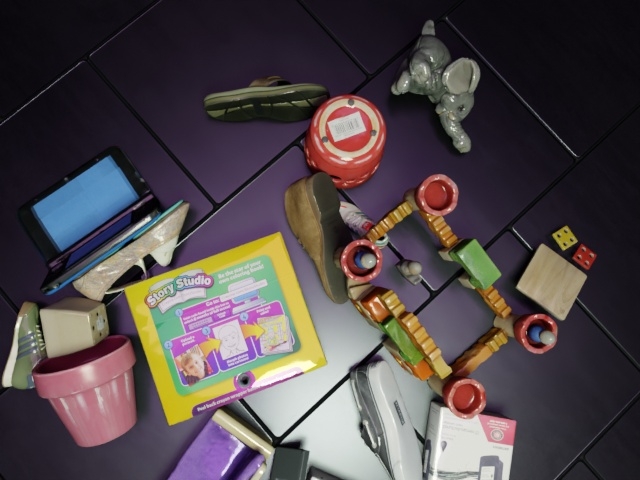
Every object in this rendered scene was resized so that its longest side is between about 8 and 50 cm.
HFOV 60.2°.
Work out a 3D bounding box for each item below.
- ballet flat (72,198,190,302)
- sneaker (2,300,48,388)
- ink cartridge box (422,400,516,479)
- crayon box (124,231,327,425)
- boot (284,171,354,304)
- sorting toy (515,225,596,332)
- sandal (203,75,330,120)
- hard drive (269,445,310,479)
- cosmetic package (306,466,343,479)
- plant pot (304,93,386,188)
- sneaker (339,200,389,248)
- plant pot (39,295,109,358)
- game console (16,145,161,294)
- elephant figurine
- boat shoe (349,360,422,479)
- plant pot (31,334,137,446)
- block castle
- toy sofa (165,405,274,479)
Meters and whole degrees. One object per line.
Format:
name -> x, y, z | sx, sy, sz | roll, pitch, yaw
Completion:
ballet flat -> -0.407, 0.031, 1.257 | 0.315, 0.107, 0.106 | -35, 104, -1
sneaker -> -0.636, 0.236, 1.230 | 0.086, 0.064, 0.192 | 12, 82, -9
ink cartridge box -> 0.319, 0.496, 1.220 | 0.171, 0.100, 0.238 | 10, 82, -1
crayon box -> -0.207, 0.190, 1.233 | 0.362, 0.106, 0.313 | -20, 83, -6
boot -> 0.000, 0.000, 1.285 | 0.112, 0.115, 0.306 | -21, 99, -48
sorting toy -> 0.541, 0.094, 1.305 | 0.132, 0.046, 0.275 | 36, 71, 2
sandal -> -0.127, -0.347, 1.306 | 0.302, 0.120, 0.087 | -2, 69, -3
hard drive -> -0.072, 0.519, 1.191 | 0.022, 0.094, 0.135 | 30, 60, -39
cosmetic package -> 0.096, 0.706, 1.184 | 0.376, 0.097, 0.285 | 24, 83, 1
plant pot -> 0.058, -0.227, 1.268 | 0.190, 0.174, 0.191 | 0, 85, -3
sneaker -> 0.096, -0.042, 1.293 | 0.161, 0.075, 0.057 | 39, 82, 2
plant pot -> -0.523, 0.183, 1.195 | 0.096, 0.109, 0.109 | -4, 100, 8
game console -> -0.523, -0.057, 1.220 | 0.293, 0.250, 0.173 | -37, 111, -6
elephant figurine -> 0.304, -0.365, 1.325 | 0.239, 0.186, 0.169 | 28, 39, -9
boat shoe -> 0.139, 0.423, 1.224 | 0.102, 0.108, 0.302 | -22, 83, 30
plant pot -> -0.478, 0.321, 1.169 | 0.201, 0.201, 0.180 | -16, 99, -5
block castle -> 0.260, 0.119, 1.173 | 0.303, 0.213, 0.453 | -39, 98, -8
toy sofa -> -0.261, 0.539, 1.149 | 0.150, 0.177, 0.363 | 36, 83, 2
